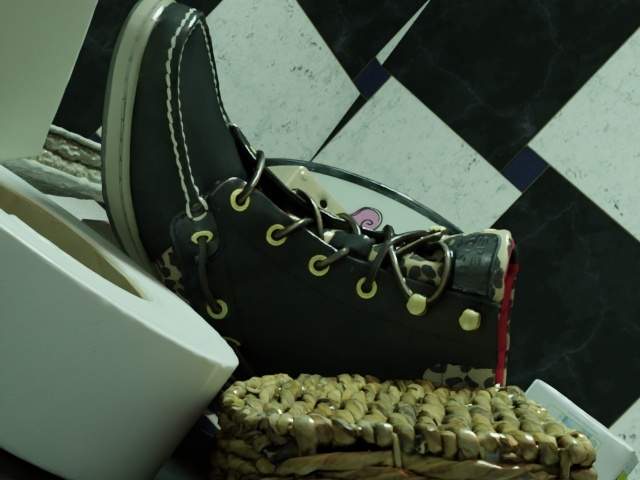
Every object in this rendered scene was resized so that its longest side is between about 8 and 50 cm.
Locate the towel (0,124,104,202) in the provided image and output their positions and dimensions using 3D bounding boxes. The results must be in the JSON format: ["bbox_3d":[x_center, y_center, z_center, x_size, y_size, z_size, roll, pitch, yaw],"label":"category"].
[{"bbox_3d":[-0.256,-0.071,1.163,0.187,0.049,0.282,10,-5,28],"label":"towel"}]

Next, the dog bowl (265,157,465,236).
[{"bbox_3d":[0.022,0.076,1.637,0.408,0.150,0.408,21,-25,10],"label":"dog bowl"}]

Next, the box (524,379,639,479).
[{"bbox_3d":[0.174,0.236,1.139,0.103,0.203,0.114,37,-1,20],"label":"box"}]

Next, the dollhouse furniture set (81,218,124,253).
[{"bbox_3d":[-0.135,0.026,1.240,0.129,0.129,0.184,4,20,-37],"label":"dollhouse furniture set"}]

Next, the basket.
[{"bbox_3d":[0.033,0.202,0.788,0.214,0.223,0.299,4,0,0],"label":"basket"}]

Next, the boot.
[{"bbox_3d":[0.000,0.000,0.963,0.284,0.377,0.138,7,37,14],"label":"boot"}]

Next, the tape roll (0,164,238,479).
[{"bbox_3d":[-0.191,0.030,0.795,0.286,0.100,0.286,37,0,0],"label":"tape roll"}]

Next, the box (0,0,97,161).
[{"bbox_3d":[-0.258,-0.106,0.593,0.148,0.121,0.311,34,23,21],"label":"box"}]

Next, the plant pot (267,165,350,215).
[{"bbox_3d":[-0.036,-0.002,1.119,0.109,0.109,0.096,47,-37,-14],"label":"plant pot"}]
